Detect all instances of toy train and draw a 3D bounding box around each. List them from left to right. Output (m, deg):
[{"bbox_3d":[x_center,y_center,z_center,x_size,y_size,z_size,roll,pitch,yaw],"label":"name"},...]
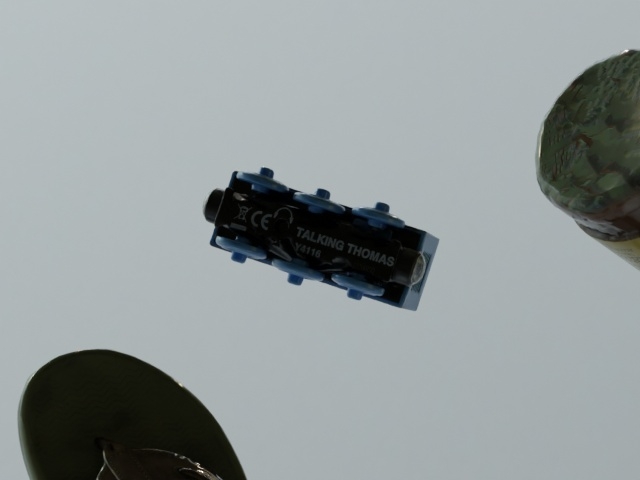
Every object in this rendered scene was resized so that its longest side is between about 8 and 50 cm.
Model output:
[{"bbox_3d":[0.000,0.000,1.550,0.184,0.080,0.105,17,177,17],"label":"toy train"}]

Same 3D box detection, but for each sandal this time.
[{"bbox_3d":[-0.078,0.182,1.170,0.120,0.086,0.302,-25,-116,-16],"label":"sandal"}]

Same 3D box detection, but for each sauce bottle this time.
[{"bbox_3d":[0.271,0.009,1.182,0.344,0.111,0.111,30,-156,-37],"label":"sauce bottle"}]
